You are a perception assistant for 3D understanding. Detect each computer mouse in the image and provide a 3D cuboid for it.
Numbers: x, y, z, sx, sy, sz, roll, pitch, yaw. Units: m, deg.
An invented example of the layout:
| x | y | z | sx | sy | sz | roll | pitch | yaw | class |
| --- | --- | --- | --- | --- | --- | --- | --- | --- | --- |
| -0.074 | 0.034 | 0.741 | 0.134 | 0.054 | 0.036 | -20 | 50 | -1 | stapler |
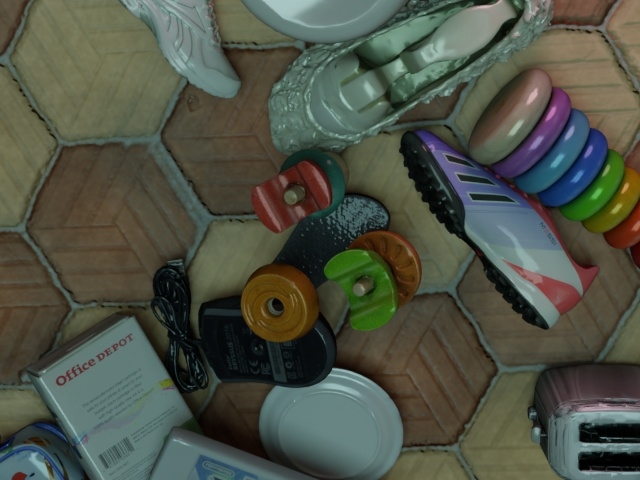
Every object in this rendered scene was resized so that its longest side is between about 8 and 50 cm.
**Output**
| x | y | z | sx | sy | sz | roll | pitch | yaw | class |
| --- | --- | --- | --- | --- | --- | --- | --- | --- | --- |
| -0.089 | 0.120 | 1.951 | 0.272 | 0.072 | 0.189 | 4 | 112 | 28 | computer mouse |

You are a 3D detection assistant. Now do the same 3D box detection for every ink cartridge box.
| x | y | z | sx | sy | sz | roll | pitch | yaw | class |
| --- | --- | --- | --- | --- | --- | --- | --- | --- | --- |
| -0.274 | 0.224 | 1.980 | 0.154 | 0.093 | 0.212 | -33 | 105 | -19 | ink cartridge box |

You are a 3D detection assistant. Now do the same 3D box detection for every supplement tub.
| x | y | z | sx | sy | sz | roll | pitch | yaw | class |
| --- | --- | --- | --- | --- | --- | --- | --- | --- | --- |
| 0.031 | -0.360 | 1.668 | 0.228 | 0.316 | 0.228 | 5 | 110 | 13 | supplement tub |

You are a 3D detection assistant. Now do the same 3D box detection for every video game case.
| x | y | z | sx | sy | sz | roll | pitch | yaw | class |
| --- | --- | --- | --- | --- | --- | --- | --- | --- | --- |
| -0.103 | 0.424 | 1.975 | 0.329 | 0.036 | 0.300 | 22 | 115 | -11 | video game case |

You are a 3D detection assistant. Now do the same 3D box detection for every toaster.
| x | y | z | sx | sy | sz | roll | pitch | yaw | class |
| --- | --- | --- | --- | --- | --- | --- | --- | --- | --- |
| 0.388 | 0.244 | 1.936 | 0.226 | 0.146 | 0.129 | 1 | 107 | 4 | toaster |

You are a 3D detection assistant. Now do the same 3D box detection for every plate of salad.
| x | y | z | sx | sy | sz | roll | pitch | yaw | class |
| --- | --- | --- | --- | --- | --- | --- | --- | --- | --- |
| 0.015 | 0.256 | 2.020 | 0.199 | 0.048 | 0.200 | 3 | 116 | 7 | plate of salad |

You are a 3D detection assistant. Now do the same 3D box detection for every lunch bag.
| x | y | z | sx | sy | sz | roll | pitch | yaw | class |
| --- | --- | --- | --- | --- | --- | --- | --- | --- | --- |
| -0.430 | 0.399 | 2.063 | 0.303 | 0.115 | 0.243 | -34 | 98 | 13 | lunch bag |

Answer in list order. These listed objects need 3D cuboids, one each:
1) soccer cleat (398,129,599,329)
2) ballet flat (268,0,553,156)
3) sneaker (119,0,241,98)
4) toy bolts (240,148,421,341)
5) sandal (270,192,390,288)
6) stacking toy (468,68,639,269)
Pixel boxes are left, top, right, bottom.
| x | y | z | sx | sy | sz | roll | pitch | yaw | class |
| --- | --- | --- | --- | --- | --- | --- | --- | --- | --- |
| 0.228 | -0.034 | 1.903 | 0.116 | 0.108 | 0.318 | -41 | 98 | -7 | soccer cleat |
| 0.100 | -0.226 | 1.833 | 0.408 | 0.147 | 0.147 | -29 | 102 | 12 | ballet flat |
| -0.165 | -0.286 | 1.860 | 0.115 | 0.090 | 0.232 | -38 | 101 | 10 | sneaker |
| 0.000 | 0.000 | 1.842 | 0.218 | 0.158 | 0.229 | -21 | 97 | 25 | toy bolts |
| -0.011 | 0.022 | 1.959 | 0.254 | 0.054 | 0.097 | -41 | 92 | 23 | sandal |
| 0.352 | -0.070 | 1.866 | 0.330 | 0.141 | 0.141 | 36 | 105 | -12 | stacking toy |
